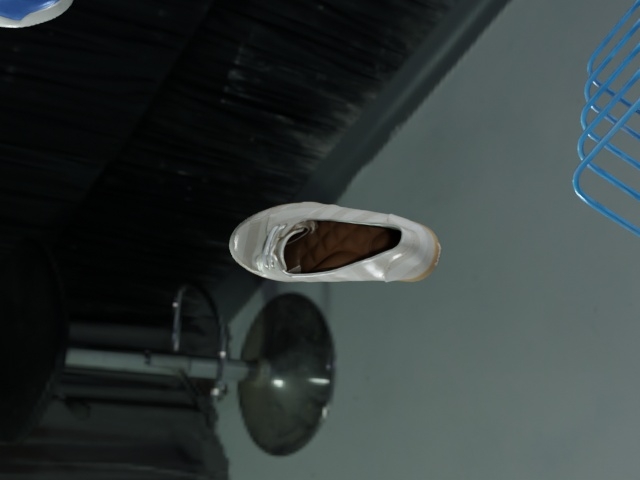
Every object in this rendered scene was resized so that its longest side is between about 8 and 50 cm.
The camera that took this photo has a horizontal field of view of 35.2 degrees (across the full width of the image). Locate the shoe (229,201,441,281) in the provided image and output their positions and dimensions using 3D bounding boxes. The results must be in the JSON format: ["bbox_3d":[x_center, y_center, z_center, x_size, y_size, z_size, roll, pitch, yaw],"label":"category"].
[{"bbox_3d":[0.000,0.000,0.911,0.219,0.058,0.077,1,83,33],"label":"shoe"}]

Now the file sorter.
[{"bbox_3d":[0.234,-0.086,0.640,0.118,0.104,0.170,-53,7,38],"label":"file sorter"}]

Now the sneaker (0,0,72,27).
[{"bbox_3d":[-0.310,-0.248,0.931,0.085,0.152,0.058,83,-165,-47],"label":"sneaker"}]
